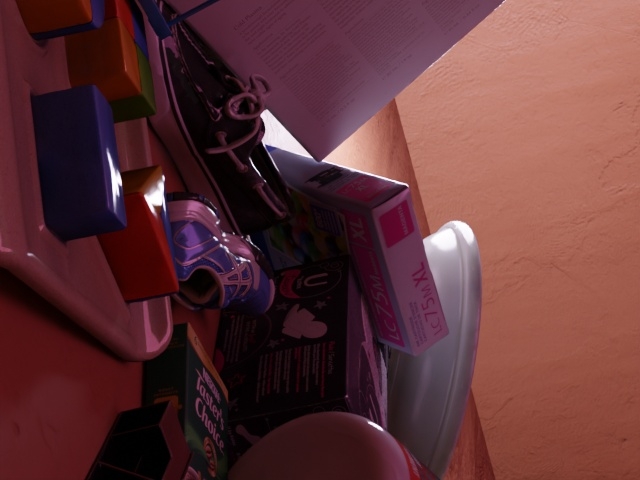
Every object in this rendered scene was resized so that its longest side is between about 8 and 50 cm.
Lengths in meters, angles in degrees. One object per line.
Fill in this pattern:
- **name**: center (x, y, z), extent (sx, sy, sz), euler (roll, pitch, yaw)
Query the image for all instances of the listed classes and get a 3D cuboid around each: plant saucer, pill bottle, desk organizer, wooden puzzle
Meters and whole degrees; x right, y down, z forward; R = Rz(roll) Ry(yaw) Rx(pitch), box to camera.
- **plant saucer**: center (0.112, 0.163, 2.114), extent (0.400, 0.101, 0.400), euler (-169, -90, -81)
- **pill bottle**: center (0.075, 0.324, 1.386), extent (0.363, 0.210, 0.210), euler (45, 29, -37)
- **desk organizer**: center (-0.133, 0.170, 1.155), extent (0.130, 0.047, 0.050), euler (-74, 148, -70)
- **wooden puzzle**: center (-0.176, -0.100, 1.149), extent (0.348, 0.081, 0.322), euler (49, 31, -70)

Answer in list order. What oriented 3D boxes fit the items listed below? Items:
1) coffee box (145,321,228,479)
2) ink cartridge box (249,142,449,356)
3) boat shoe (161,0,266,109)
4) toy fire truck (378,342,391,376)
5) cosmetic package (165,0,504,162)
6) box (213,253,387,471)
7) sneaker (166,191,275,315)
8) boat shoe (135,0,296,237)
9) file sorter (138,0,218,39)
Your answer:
- **coffee box**: center (-0.110, 0.171, 1.297), extent (0.113, 0.040, 0.184), euler (67, 15, -46)
- **ink cartridge box**: center (0.000, 0.000, 1.714), extent (0.311, 0.065, 0.185), euler (22, -43, 51)
- **boat shoe**: center (-0.122, -0.251, 1.667), extent (0.095, 0.095, 0.257), euler (54, -11, 50)
- **toy fire truck**: center (0.053, 0.201, 1.916), extent (0.217, 0.159, 0.246), euler (-74, 162, -71)
- **cosmetic package**: center (0.046, -0.301, 1.590), extent (0.284, 0.377, 0.097), euler (46, 5, -42)
- **box**: center (-0.014, 0.155, 1.558), extent (0.247, 0.142, 0.163), euler (-85, 160, -58)
- **sneaker**: center (-0.104, 0.032, 1.430), extent (0.211, 0.080, 0.081), euler (43, 41, -57)
- **boat shoe**: center (-0.098, -0.117, 1.525), extent (0.113, 0.105, 0.306), euler (-91, 165, -48)
- **file sorter**: center (-0.134, -0.276, 1.267), extent (0.170, 0.104, 0.118), euler (62, 1, 31)
